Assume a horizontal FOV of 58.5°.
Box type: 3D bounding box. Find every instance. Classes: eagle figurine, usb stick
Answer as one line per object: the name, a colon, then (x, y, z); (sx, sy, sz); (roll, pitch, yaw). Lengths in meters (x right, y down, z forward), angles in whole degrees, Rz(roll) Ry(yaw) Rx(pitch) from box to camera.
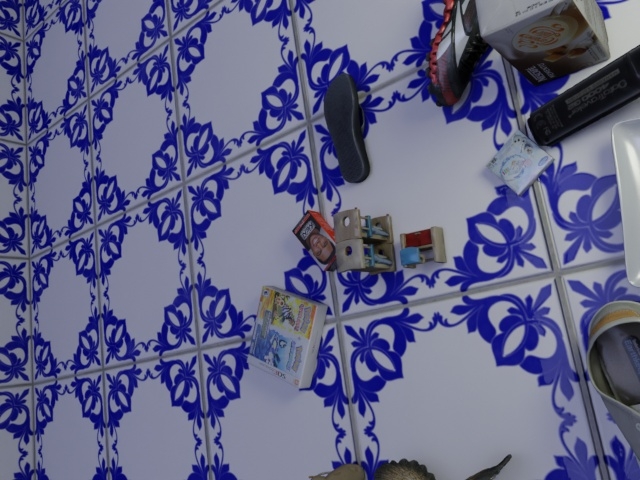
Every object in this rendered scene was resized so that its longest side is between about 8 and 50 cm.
eagle figurine: (0.194, 0.486, 0.979); (0.227, 0.298, 0.225); (16, 141, 5)
usb stick: (0.475, -0.248, 0.954); (0.278, 0.045, 0.077); (-32, 73, 48)

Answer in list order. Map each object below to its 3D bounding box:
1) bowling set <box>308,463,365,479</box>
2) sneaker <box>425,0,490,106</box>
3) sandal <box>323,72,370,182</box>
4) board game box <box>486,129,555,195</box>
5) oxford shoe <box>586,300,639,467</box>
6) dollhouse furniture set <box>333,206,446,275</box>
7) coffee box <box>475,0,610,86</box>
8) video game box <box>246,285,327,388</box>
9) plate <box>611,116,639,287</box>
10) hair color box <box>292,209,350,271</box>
bowling set: (0.089, 0.606, 1.136); (0.287, 0.154, 0.199); (23, 99, 39)
sneaker: (0.293, -0.399, 1.123); (0.135, 0.098, 0.275); (14, 92, 41)
sandal: (0.066, -0.258, 1.328); (0.097, 0.055, 0.254); (-9, 89, 45)
board game box: (0.375, -0.146, 1.078); (0.090, 0.020, 0.090); (-51, 57, 22)
oxford shoe: (0.528, 0.297, 0.836); (0.169, 0.130, 0.449); (-34, 66, 29)
dollhouse furniture set: (0.141, -0.007, 1.180); (0.184, 0.129, 0.128); (-13, 77, 38)
coffee box: (0.376, -0.363, 0.956); (0.141, 0.247, 0.098); (-14, 75, 36)
video game box: (-0.084, 0.231, 1.389); (0.187, 0.048, 0.205); (14, 94, 37)
plate: (0.608, -0.073, 0.866); (0.277, 0.045, 0.277); (-8, 80, 37)
hair color box: (0.000, 0.000, 1.349); (0.072, 0.043, 0.141); (-53, 57, 20)
